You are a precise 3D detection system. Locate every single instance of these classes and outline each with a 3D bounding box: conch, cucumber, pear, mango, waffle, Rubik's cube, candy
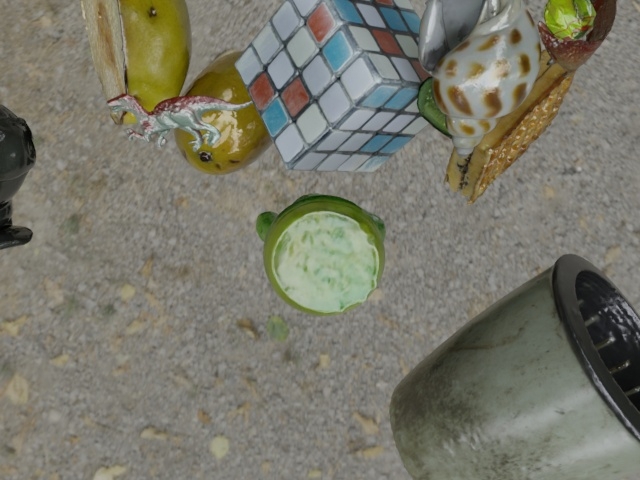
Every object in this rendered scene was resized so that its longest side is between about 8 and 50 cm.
[{"bbox_3d":[0.240,-0.264,1.309,0.149,0.183,0.275,15,100,-47],"label":"conch"},{"bbox_3d":[0.221,-0.215,1.470,0.070,0.046,0.220,-51,143,13],"label":"cucumber"},{"bbox_3d":[-0.369,-0.440,1.819,0.191,0.340,0.386,-12,73,-23],"label":"pear"},{"bbox_3d":[-0.189,-0.301,1.969,0.220,0.445,0.301,33,112,-7],"label":"mango"},{"bbox_3d":[0.386,-0.236,1.779,0.091,0.213,0.308,40,67,17],"label":"waffle"},{"bbox_3d":[0.046,-0.291,1.548,0.259,0.256,0.253,-43,65,37],"label":"Rubik's cube"},{"bbox_3d":[0.254,-0.318,1.009,0.058,0.062,0.194,-35,94,-22],"label":"candy"}]

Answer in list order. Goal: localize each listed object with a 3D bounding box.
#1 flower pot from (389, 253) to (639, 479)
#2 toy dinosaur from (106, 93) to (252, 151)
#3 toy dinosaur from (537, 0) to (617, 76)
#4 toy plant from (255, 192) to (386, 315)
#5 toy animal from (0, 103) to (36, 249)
[{"bbox_3d":[0.286,0.221,1.196,0.293,0.293,0.330,44,123,-16],"label":"flower pot"},{"bbox_3d":[-0.245,-0.234,1.572,0.242,0.053,0.167,-22,121,20],"label":"toy dinosaur"},{"bbox_3d":[0.427,-0.399,1.401,0.113,0.206,0.327,33,76,-3],"label":"toy dinosaur"},{"bbox_3d":[0.000,0.000,1.418,0.224,0.316,0.184,3,102,0],"label":"toy plant"},{"bbox_3d":[-0.341,-0.032,0.815,0.245,0.146,0.114,-34,90,43],"label":"toy animal"}]
